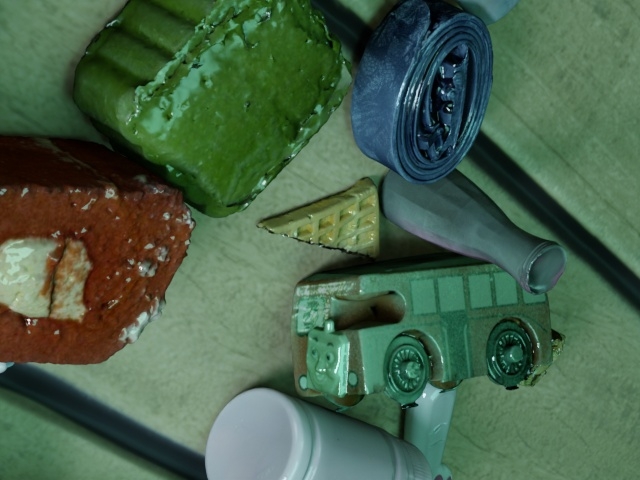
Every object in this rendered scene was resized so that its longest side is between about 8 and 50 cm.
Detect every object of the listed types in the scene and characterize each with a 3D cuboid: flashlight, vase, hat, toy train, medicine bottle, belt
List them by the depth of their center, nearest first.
[{"bbox_3d":[0.105,-0.153,1.734,0.141,0.082,0.190,-17,127,-42],"label":"belt"},{"bbox_3d":[0.159,-0.015,1.771,0.086,0.214,0.086,-23,129,-31],"label":"vase"},{"bbox_3d":[0.113,0.094,1.845,0.326,0.129,0.159,-4,90,-40],"label":"toy train"},{"bbox_3d":[0.003,0.246,1.857,0.249,0.133,0.133,24,98,-47],"label":"medicine bottle"},{"bbox_3d":[0.125,0.239,2.027,0.093,0.047,0.200,-16,126,-35],"label":"flashlight"},{"bbox_3d":[0.249,0.131,2.066,0.077,0.059,0.076,-58,154,11],"label":"hat"}]

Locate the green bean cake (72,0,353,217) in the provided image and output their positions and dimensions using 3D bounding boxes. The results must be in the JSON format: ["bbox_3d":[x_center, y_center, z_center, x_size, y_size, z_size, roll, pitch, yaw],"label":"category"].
[{"bbox_3d":[-0.091,-0.143,1.538,0.214,0.113,0.200,-51,137,-6],"label":"green bean cake"}]

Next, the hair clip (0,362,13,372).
[{"bbox_3d":[-0.335,0.103,1.512,0.214,0.062,0.056,4,71,-42],"label":"hair clip"}]

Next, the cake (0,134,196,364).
[{"bbox_3d":[-0.249,0.010,1.464,0.283,0.151,0.177,-2,113,-47],"label":"cake"}]

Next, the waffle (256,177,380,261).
[{"bbox_3d":[0.000,0.000,1.779,0.152,0.023,0.097,-22,128,-33],"label":"waffle"}]

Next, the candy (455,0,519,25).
[{"bbox_3d":[0.161,-0.303,1.690,0.138,0.071,0.174,-47,131,5],"label":"candy"}]
